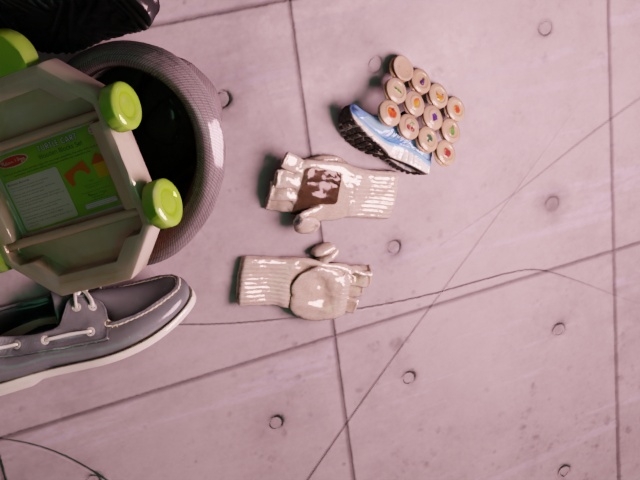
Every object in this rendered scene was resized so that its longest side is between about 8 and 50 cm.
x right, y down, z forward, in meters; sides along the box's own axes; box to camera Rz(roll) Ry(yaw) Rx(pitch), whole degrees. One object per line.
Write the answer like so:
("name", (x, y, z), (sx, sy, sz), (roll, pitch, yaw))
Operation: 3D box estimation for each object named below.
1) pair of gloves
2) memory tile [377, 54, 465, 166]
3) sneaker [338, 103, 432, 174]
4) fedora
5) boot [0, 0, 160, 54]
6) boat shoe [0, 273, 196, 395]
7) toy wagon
("pair of gloves", (0.000, 0.000, 1.501), (0.204, 0.042, 0.240), (12, 104, -27))
("memory tile", (0.143, -0.180, 1.485), (0.148, 0.012, 0.113), (31, 62, -30))
("sneaker", (0.094, -0.152, 1.489), (0.162, 0.063, 0.073), (27, 77, -32))
("fedora", (-0.211, -0.119, 1.295), (0.244, 0.124, 0.275), (25, 119, 11))
("boot", (-0.249, -0.326, 1.236), (0.094, 0.247, 0.207), (50, 49, -42))
("boat shoe", (-0.317, 0.101, 1.356), (0.320, 0.116, 0.099), (-20, 119, -11))
("toy wagon", (-0.317, -0.106, 1.230), (0.267, 0.068, 0.344), (-14, 106, 25))
